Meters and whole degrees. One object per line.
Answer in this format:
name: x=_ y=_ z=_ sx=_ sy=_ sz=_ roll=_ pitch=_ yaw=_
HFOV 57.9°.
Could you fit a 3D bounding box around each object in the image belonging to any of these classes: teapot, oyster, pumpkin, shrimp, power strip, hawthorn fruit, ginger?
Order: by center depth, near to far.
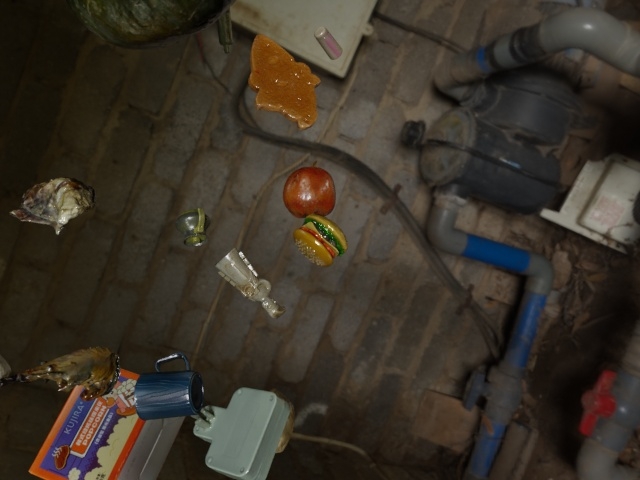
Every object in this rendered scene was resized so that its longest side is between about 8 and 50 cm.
shrimp: x=-0.526 y=0.295 z=1.207 sx=0.066 sy=0.262 sz=0.117 roll=-9 pitch=91 yaw=37
pumpkin: x=-0.342 y=-0.611 z=1.239 sx=0.454 sy=0.344 sz=0.455 roll=-22 pitch=47 yaw=26
oyster: x=-0.670 y=-0.109 z=1.473 sx=0.271 sy=0.100 sz=0.275 roll=-11 pitch=32 yaw=20
power strip: x=-0.239 y=0.509 z=1.571 sx=0.261 sy=0.141 sz=0.230 roll=-2 pitch=54 yaw=39
hawthorn fruit: x=-0.032 y=-0.170 z=1.893 sx=0.179 sy=0.179 sz=0.201 roll=172 pitch=109 yaw=-68
teapot: x=-0.466 y=-0.055 z=2.155 sx=0.165 sy=0.130 sz=0.119 roll=-44 pitch=54 yaw=50
ginger: x=-0.171 y=0.710 z=2.235 sx=0.138 sy=0.152 sz=0.267 roll=107 pitch=160 yaw=-52

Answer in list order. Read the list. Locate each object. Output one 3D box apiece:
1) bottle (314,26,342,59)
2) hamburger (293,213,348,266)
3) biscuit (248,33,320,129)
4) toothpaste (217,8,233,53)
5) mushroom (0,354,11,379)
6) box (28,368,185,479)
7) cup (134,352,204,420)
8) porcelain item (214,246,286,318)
bottle: x=0.021 y=-0.568 z=1.664 sx=0.045 sy=0.096 sz=0.045 roll=-21 pitch=51 yaw=27
hamburger: x=0.000 y=0.000 z=1.656 sx=0.115 sy=0.162 sz=0.162 roll=-48 pitch=14 yaw=-18
biscuit: x=-0.092 y=-0.373 z=1.365 sx=0.280 sy=0.183 sz=0.043 roll=59 pitch=151 yaw=18
toothpaste: x=-0.278 y=-0.650 z=1.642 sx=0.038 sy=0.060 sz=0.234 roll=4 pitch=102 yaw=59
mushroom: x=-0.888 y=0.218 z=1.285 sx=0.177 sy=0.397 sz=0.126 roll=-36 pitch=22 yaw=-12
box: x=-0.617 y=0.594 z=1.738 sx=0.319 sy=0.256 sz=0.349 roll=83 pitch=-155 yaw=-59
cup: x=-0.369 y=0.361 z=1.417 sx=0.113 sy=0.138 sz=0.150 roll=-43 pitch=-54 yaw=-81
porcelain item: x=-0.175 y=0.119 z=1.488 sx=0.084 sy=0.213 sz=0.054 roll=-40 pitch=5 yaw=20
